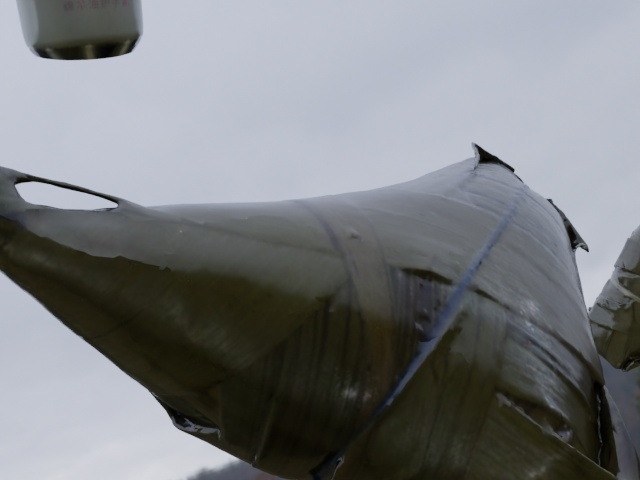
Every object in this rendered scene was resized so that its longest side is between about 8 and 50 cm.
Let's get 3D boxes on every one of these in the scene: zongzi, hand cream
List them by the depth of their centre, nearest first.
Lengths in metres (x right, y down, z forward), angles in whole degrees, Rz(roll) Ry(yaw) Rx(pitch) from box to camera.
[{"bbox_3d":[0.000,0.000,0.505,0.289,0.260,0.123,34,-60,-14],"label":"zongzi"},{"bbox_3d":[0.344,0.028,1.017,0.189,0.081,0.178,-4,-57,-32],"label":"zongzi"},{"bbox_3d":[-0.252,-0.360,1.100,0.185,0.359,0.118,-12,14,-26],"label":"hand cream"}]
